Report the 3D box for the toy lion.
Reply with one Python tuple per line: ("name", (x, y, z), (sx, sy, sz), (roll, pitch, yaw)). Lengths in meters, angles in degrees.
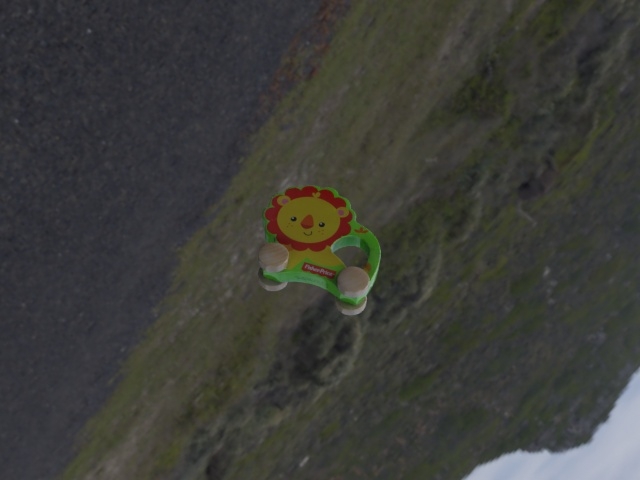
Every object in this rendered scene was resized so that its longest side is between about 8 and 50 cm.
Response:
("toy lion", (0.000, 0.000, 0.647), (0.034, 0.100, 0.096), (92, 19, -52))
